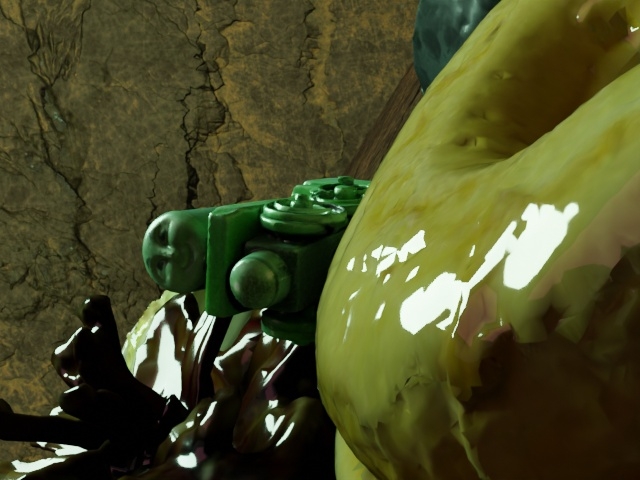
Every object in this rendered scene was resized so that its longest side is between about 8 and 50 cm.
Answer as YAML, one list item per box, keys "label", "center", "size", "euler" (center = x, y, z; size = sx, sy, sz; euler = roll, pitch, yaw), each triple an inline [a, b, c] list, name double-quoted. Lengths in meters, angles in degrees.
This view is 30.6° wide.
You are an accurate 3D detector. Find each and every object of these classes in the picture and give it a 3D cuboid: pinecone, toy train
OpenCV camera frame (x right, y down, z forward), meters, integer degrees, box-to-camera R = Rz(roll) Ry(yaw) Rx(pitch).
- label: "pinecone"
  center: [-0.048, 0.193, 0.733]
  size: [0.397, 0.398, 0.398]
  euler: [-57, 6, 10]
- label: "toy train"
  center: [0.000, 0.000, 0.681]
  size: [0.251, 0.119, 0.085]
  euler: [-10, -74, -61]

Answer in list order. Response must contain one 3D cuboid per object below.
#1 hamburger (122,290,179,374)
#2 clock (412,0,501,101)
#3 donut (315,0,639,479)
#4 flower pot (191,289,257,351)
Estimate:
- label: "hamburger"
  center: [-0.116, 0.187, 1.492]
  size: [0.176, 0.300, 0.300]
  euler: [-13, 44, 60]
- label: "clock"
  center: [0.207, -0.159, 0.746]
  size: [0.312, 0.313, 0.061]
  euler: [-54, 50, 32]
- label: "donut"
  center: [0.170, -0.031, 0.492]
  size: [0.449, 0.198, 0.449]
  euler: [-43, 15, 14]
- label: "flower pot"
  center: [-0.038, 0.137, 1.259]
  size: [0.307, 0.244, 0.307]
  euler: [-54, 12, 18]
